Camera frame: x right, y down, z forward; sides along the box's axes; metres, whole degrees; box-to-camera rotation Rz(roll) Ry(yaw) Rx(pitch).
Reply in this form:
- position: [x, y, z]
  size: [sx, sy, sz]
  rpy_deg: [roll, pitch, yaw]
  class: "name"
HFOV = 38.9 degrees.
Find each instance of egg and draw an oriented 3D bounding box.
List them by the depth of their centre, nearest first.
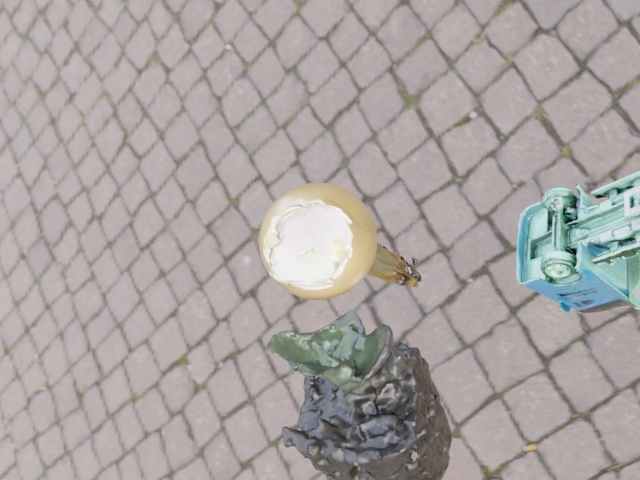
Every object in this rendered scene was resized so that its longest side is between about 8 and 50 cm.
- position: [0.000, 0.000, 0.618]
  size: [0.080, 0.096, 0.080]
  rpy_deg: [0, 90, 12]
  class: "egg"

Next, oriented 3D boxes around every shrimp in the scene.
- position: [0.042, 0.014, 1.068]
  size: [0.101, 0.190, 0.042]
  rpy_deg: [6, 75, 67]
  class: "shrimp"

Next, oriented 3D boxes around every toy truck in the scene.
- position: [0.211, -0.009, 0.564]
  size: [0.175, 0.081, 0.067]
  rpy_deg: [-27, 42, 44]
  class: "toy truck"

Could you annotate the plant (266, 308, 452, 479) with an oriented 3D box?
- position: [0.043, 0.153, 0.831]
  size: [0.142, 0.203, 0.131]
  rpy_deg: [-15, 33, 32]
  class: "plant"
